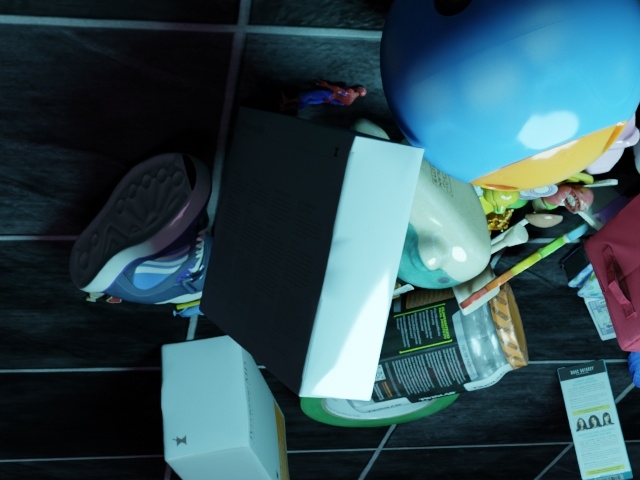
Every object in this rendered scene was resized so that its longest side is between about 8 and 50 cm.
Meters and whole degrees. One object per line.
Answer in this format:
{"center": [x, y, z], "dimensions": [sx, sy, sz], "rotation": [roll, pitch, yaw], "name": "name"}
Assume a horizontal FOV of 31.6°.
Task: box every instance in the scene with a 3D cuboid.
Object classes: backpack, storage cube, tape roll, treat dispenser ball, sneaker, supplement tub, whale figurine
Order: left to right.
{"center": [-0.195, -0.010, 1.665], "dimensions": [0.236, 0.130, 0.323], "rotation": [9, 144, -43], "name": "sneaker"}
{"center": [0.117, 0.282, 2.261], "dimensions": [0.321, 0.077, 0.321], "rotation": [-5, 150, -3], "name": "tape roll"}
{"center": [0.107, -0.041, 1.464], "dimensions": [0.141, 0.216, 0.272], "rotation": [-29, 137, 27], "name": "whale figurine"}
{"center": [0.191, 0.180, 1.979], "dimensions": [0.316, 0.193, 0.193], "rotation": [-15, 149, 16], "name": "supplement tub"}
{"center": [0.208, -0.197, 1.230], "dimensions": [0.288, 0.288, 0.288], "rotation": [-5, 150, -3], "name": "treat dispenser ball"}
{"center": [0.484, 0.050, 1.917], "dimensions": [0.114, 0.084, 0.105], "rotation": [1, 152, -17], "name": "backpack"}
{"center": [0.693, 0.260, 2.309], "dimensions": [0.120, 0.101, 0.098], "rotation": [-5, 144, 6], "name": "backpack"}
{"center": [0.516, 0.033, 1.557], "dimensions": [0.215, 0.183, 0.193], "rotation": [6, 144, -27], "name": "storage cube"}

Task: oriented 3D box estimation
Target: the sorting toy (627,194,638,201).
{"center": [0.595, -0.099, 1.695], "dimensions": [0.126, 0.127, 0.365], "rotation": [-23, 159, -34], "name": "sorting toy"}

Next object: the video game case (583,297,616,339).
{"center": [0.603, 0.125, 2.130], "dimensions": [0.183, 0.023, 0.201], "rotation": [-16, 149, 16], "name": "video game case"}

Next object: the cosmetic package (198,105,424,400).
{"center": [-0.027, -0.002, 1.357], "dimensions": [0.097, 0.284, 0.377], "rotation": [6, -171, -24], "name": "cosmetic package"}

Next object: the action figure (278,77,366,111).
{"center": [0.004, -0.188, 1.467], "dimensions": [0.115, 0.030, 0.038], "rotation": [-5, 156, -12], "name": "action figure"}

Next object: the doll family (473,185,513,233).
{"center": [0.187, -0.052, 1.645], "dimensions": [0.263, 0.118, 0.163], "rotation": [-15, 146, 20], "name": "doll family"}

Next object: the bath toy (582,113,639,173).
{"center": [0.388, -0.153, 1.516], "dimensions": [0.348, 0.129, 0.151], "rotation": [-2, 106, -11], "name": "bath toy"}

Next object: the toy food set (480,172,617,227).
{"center": [0.298, -0.057, 1.524], "dimensions": [0.218, 0.071, 0.128], "rotation": [7, 175, -38], "name": "toy food set"}

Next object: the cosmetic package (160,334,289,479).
{"center": [-0.178, 0.383, 2.232], "dimensions": [0.161, 0.230, 0.453], "rotation": [-10, 151, 5], "name": "cosmetic package"}

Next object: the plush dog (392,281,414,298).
{"center": [0.000, 0.000, 1.608], "dimensions": [0.210, 0.225, 0.262], "rotation": [-16, 173, -33], "name": "plush dog"}

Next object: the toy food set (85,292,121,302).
{"center": [-0.339, 0.079, 1.878], "dimensions": [0.078, 0.019, 0.122], "rotation": [7, 148, -22], "name": "toy food set"}

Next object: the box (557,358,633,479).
{"center": [0.566, 0.376, 2.337], "dimensions": [0.100, 0.244, 0.060], "rotation": [-14, 150, 13], "name": "box"}

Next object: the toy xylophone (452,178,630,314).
{"center": [0.310, 0.015, 1.740], "dimensions": [0.236, 0.081, 0.323], "rotation": [-29, 174, -39], "name": "toy xylophone"}

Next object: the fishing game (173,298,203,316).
{"center": [-0.155, 0.095, 1.866], "dimensions": [0.189, 0.041, 0.264], "rotation": [-13, 173, 9], "name": "fishing game"}
